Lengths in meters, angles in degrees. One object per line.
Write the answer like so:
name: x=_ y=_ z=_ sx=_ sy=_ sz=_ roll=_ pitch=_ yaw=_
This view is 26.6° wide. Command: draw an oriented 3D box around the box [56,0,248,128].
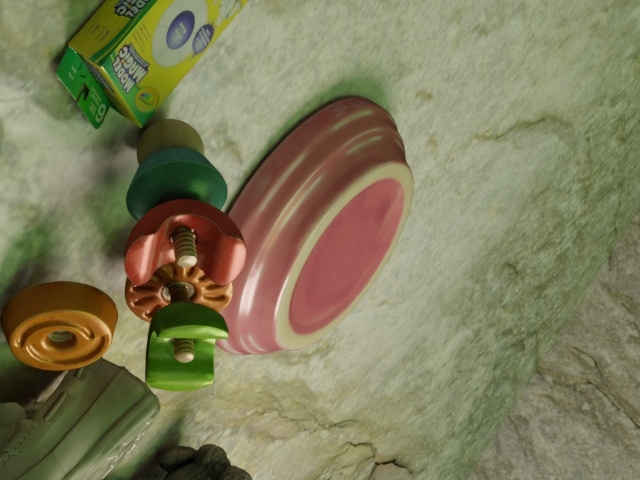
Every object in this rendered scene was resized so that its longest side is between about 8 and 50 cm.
box: x=-0.133 y=-0.171 z=1.093 sx=0.179 sy=0.043 sz=0.105 roll=-50 pitch=157 yaw=-11

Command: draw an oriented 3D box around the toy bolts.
toy bolts: x=-0.167 y=0.002 z=1.206 sx=0.218 sy=0.158 sz=0.228 roll=5 pitch=137 yaw=-20

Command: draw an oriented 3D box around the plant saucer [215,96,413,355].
plant saucer: x=0.000 y=0.000 z=1.542 sx=0.332 sy=0.084 sz=0.332 roll=-44 pitch=154 yaw=-28

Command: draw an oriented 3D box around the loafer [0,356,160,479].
loafer: x=-0.268 y=0.202 z=1.199 sx=0.112 sy=0.111 sz=0.319 roll=-53 pitch=173 yaw=34

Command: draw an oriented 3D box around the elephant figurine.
elephant figurine: x=-0.196 y=0.339 z=1.534 sx=0.239 sy=0.169 sz=0.186 roll=-29 pitch=112 yaw=-43
